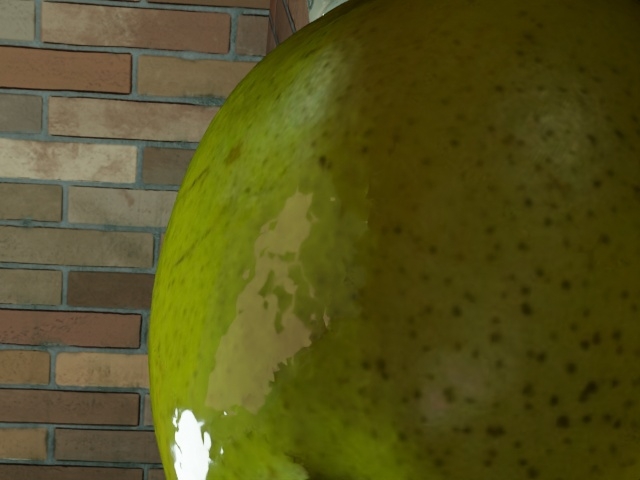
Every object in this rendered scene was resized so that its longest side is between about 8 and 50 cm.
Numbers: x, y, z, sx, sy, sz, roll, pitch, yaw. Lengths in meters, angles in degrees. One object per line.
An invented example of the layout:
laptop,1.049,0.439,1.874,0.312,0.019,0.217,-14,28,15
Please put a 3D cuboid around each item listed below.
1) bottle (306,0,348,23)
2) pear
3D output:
bottle,0.037,-0.262,1.493,0.233,0.110,0.110,-98,13,-53
pear,0.064,0.032,0.594,0.294,0.294,0.294,-177,90,-83
